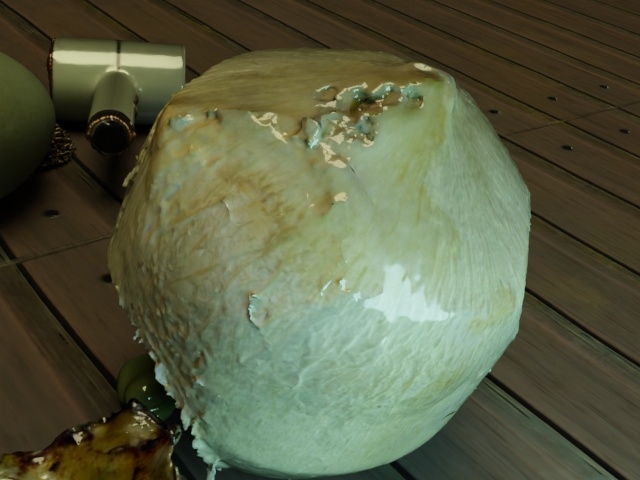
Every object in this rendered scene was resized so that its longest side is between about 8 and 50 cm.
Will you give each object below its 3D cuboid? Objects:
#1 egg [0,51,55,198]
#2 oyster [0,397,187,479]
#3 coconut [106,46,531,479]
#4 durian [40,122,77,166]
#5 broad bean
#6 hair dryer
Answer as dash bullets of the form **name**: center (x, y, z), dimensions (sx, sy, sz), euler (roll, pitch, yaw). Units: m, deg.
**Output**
- **egg**: center (-0.444, -0.135, 1.012), dimensions (0.219, 0.218, 0.295), euler (23, 21, 24)
- **oyster**: center (-0.144, 0.247, 0.526), dimensions (0.221, 0.096, 0.361), euler (-33, 38, -9)
- **coconut**: center (0.000, 0.000, 0.704), dimensions (0.347, 0.360, 0.346), euler (19, 32, -12)
- **durian**: center (-0.384, -0.134, 1.206), dimensions (0.066, 0.052, 0.130), euler (-36, 33, 4)
- **broad bean**: center (-0.158, 0.135, 0.790), dimensions (0.063, 0.045, 0.083), euler (-13, 26, -8)
- **hair dryer**: center (-0.286, -0.192, 1.193), dimensions (0.203, 0.128, 0.362), euler (1, 24, -12)
